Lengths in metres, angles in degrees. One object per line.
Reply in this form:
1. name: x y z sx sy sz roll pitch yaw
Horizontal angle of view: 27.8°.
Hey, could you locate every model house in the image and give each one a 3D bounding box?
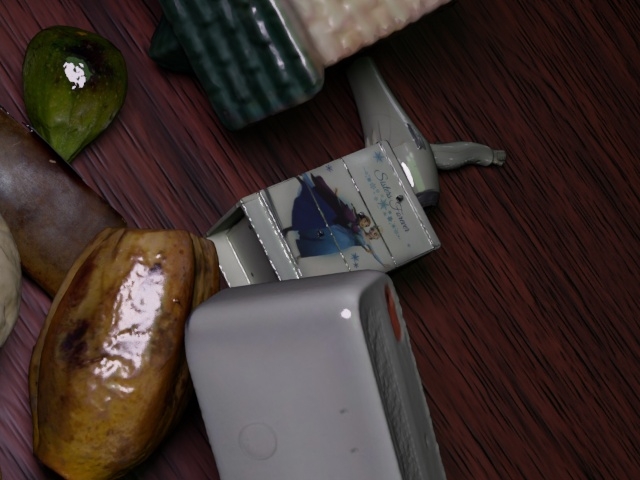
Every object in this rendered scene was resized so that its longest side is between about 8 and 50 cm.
1. model house: -0.109 -0.371 1.507 0.400 0.395 0.445 -33 100 -19

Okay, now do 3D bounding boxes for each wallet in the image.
1. wallet: -0.322 -0.047 1.416 0.255 0.031 0.137 47 54 -23

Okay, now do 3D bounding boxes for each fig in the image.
1. fig: -0.285 -0.160 1.477 0.123 0.123 0.156 8 108 -23

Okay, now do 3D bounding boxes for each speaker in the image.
1. speaker: 0.017 0.235 1.338 0.183 0.184 0.406 -33 109 -68

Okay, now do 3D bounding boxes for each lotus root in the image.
1. lotus root: -0.217 0.117 1.350 0.193 0.193 0.291 20 77 -18

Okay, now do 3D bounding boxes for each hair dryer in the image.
1. hair dryer: 0.122 -0.153 1.685 0.225 0.088 0.219 -32 83 -44

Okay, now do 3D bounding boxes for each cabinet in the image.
1. cabinet: 0.000 0.000 1.518 0.206 0.150 0.145 -24 84 -30

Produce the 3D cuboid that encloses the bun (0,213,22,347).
1. bun: -0.399 0.024 1.238 0.259 0.160 0.259 13 63 -27
